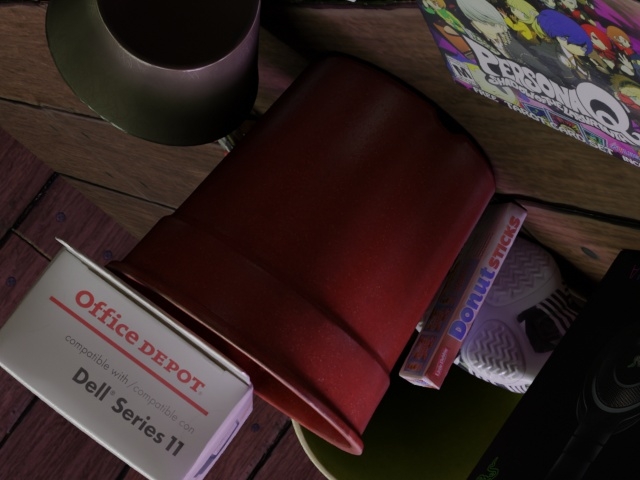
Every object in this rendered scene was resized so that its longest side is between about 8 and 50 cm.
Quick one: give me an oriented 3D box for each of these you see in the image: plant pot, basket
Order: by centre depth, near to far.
[{"bbox_3d":[-0.127,-0.178,1.262,0.204,0.154,0.227,34,170,-7],"label":"basket"},{"bbox_3d":[0.000,0.000,1.338,0.272,0.265,0.272,35,170,7],"label":"plant pot"},{"bbox_3d":[0.079,0.108,1.680,0.275,0.275,0.293,39,-176,-16],"label":"plant pot"}]

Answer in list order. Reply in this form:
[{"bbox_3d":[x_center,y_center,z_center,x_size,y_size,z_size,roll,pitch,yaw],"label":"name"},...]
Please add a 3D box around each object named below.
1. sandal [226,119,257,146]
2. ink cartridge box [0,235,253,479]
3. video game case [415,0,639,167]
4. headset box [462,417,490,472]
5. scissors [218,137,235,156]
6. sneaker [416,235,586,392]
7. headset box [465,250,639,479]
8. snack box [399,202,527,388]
[{"bbox_3d":[-0.073,-0.108,1.708,0.180,0.049,0.072,47,169,40],"label":"sandal"},{"bbox_3d":[-0.172,0.123,1.366,0.207,0.119,0.353,36,170,4],"label":"ink cartridge box"},{"bbox_3d":[0.154,-0.123,0.930,0.232,0.042,0.210,30,166,31],"label":"video game case"},{"bbox_3d":[0.175,0.279,1.754,0.110,0.293,0.218,37,145,-5],"label":"headset box"},{"bbox_3d":[-0.106,-0.108,1.649,0.297,0.021,0.109,53,170,7],"label":"scissors"},{"bbox_3d":[0.236,0.125,1.470,0.366,0.137,0.210,27,164,24],"label":"sneaker"},{"bbox_3d":[0.262,0.165,1.179,0.131,0.283,0.246,40,169,-21],"label":"headset box"},{"bbox_3d":[0.127,0.048,1.377,0.022,0.178,0.064,30,171,-14],"label":"snack box"}]
